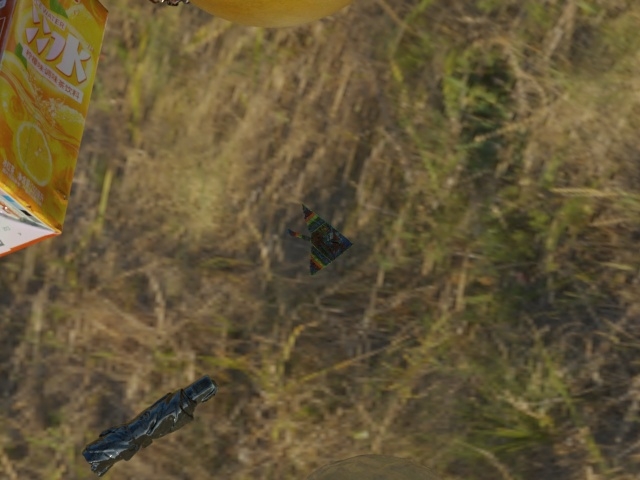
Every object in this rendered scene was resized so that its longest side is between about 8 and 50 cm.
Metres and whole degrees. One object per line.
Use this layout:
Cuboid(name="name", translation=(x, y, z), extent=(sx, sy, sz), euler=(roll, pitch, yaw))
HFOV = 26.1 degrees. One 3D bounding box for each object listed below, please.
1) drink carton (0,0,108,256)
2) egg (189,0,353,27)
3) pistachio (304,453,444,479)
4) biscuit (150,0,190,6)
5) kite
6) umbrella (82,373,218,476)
Cuboid(name="drink carton", translation=(-0.221, -0.106, 0.998), extent=(0.071, 0.096, 0.223), euler=(-17, 49, 25))
Cuboid(name="egg", translation=(-0.051, -0.366, 1.466), extent=(0.282, 0.351, 0.283), euler=(9, 114, 21))
Cuboid(name="pistachio", translation=(0.072, 0.354, 1.633), extent=(0.226, 0.332, 0.208), euler=(-2, 68, 31))
Cuboid(name="biscuit", translation=(-0.157, -0.468, 1.617), extent=(0.073, 0.107, 0.388), euler=(8, 108, 22))
Cuboid(name="kite", translation=(0.000, 0.000, 1.757), extent=(0.004, 0.090, 0.122), euler=(115, 160, -46))
Cuboid(name="umbrella", translation=(-0.264, 0.287, 2.173), extent=(0.235, 0.066, 0.059), euler=(-32, 70, -6))
